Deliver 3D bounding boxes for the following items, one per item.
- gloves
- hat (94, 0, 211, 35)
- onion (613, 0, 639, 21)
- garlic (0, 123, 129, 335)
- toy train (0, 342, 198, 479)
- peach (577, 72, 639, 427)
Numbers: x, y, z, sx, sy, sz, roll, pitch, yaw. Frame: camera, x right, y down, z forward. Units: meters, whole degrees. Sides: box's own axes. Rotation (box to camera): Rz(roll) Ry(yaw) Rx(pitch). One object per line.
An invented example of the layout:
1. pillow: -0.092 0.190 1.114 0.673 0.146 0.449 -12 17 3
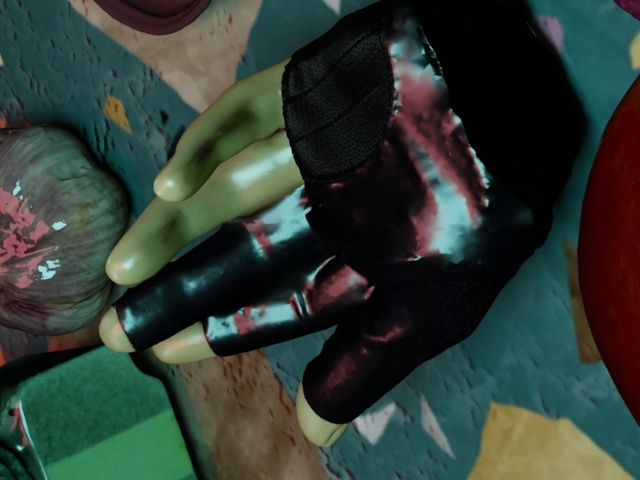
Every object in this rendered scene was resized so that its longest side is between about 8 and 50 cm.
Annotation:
1. gloves: 0.007 -0.003 1.057 0.301 0.152 0.197 -29 80 27
2. hat: -0.126 -0.210 1.155 0.205 0.089 0.205 27 129 39
3. onion: 0.167 -0.131 0.853 0.107 0.097 0.107 10 129 12
4. garlic: -0.198 -0.005 1.337 0.159 0.102 0.147 -29 86 51
5. toy train: -0.192 0.215 1.339 0.167 0.238 0.299 -9 100 51
6. peach: 0.219 0.003 0.785 0.243 0.199 0.243 16 133 18
